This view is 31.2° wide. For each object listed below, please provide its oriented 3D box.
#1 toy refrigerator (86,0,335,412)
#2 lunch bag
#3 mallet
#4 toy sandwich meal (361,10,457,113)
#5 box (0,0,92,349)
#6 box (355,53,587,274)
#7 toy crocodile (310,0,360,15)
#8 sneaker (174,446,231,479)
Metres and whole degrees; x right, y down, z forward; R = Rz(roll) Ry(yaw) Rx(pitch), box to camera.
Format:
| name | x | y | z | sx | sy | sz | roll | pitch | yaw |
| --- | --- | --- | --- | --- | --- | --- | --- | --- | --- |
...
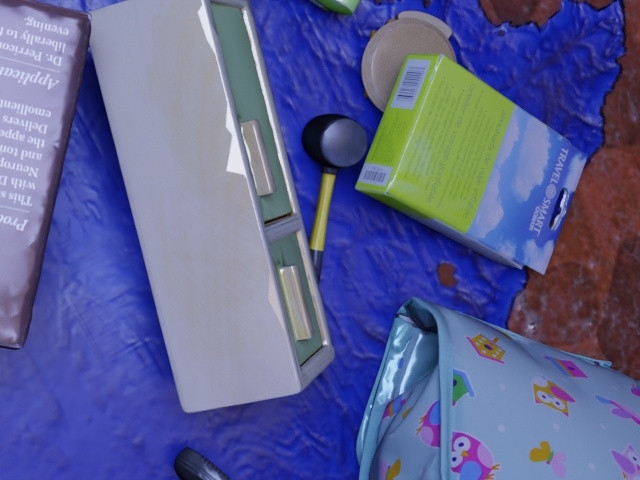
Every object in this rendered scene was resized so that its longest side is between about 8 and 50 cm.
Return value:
| name | x | y | z | sx | sy | sz | roll | pitch | yaw |
| --- | --- | --- | --- | --- | --- | --- | --- | --- | --- |
| toy refrigerator | -0.067 | -0.031 | 0.777 | 0.094 | 0.102 | 0.269 | -12 | 94 | 15 |
| lunch bag | 0.144 | 0.175 | 0.818 | 0.223 | 0.160 | 0.262 | 20 | 44 | -14 |
| mallet | 0.000 | 0.000 | 0.833 | 0.039 | 0.062 | 0.189 | 8 | 88 | -16 |
| toy sandwich meal | 0.065 | -0.132 | 0.871 | 0.086 | 0.029 | 0.085 | -2 | 95 | -16 |
| box | -0.248 | -0.051 | 0.706 | 0.168 | 0.167 | 0.203 | 13 | 87 | -16 |
| box | 0.117 | -0.053 | 0.853 | 0.178 | 0.042 | 0.109 | 26 | 83 | -38 |
| toy crocodile | -0.099 | -0.275 | 0.781 | 0.340 | 0.105 | 0.115 | 36 | 81 | -14 |
| sneaker | -0.068 | 0.236 | 0.819 | 0.089 | 0.051 | 0.170 | -43 | 105 | -17 |
